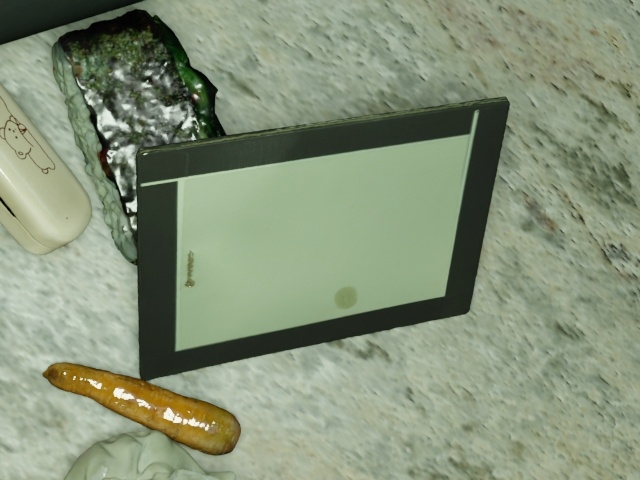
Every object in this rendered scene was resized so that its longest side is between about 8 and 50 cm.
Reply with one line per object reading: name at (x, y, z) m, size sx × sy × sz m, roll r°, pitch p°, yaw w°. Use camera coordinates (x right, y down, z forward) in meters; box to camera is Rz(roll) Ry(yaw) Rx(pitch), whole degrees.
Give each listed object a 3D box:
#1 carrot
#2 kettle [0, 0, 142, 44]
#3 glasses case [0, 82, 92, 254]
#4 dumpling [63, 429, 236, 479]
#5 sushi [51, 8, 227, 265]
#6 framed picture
carrot at (-0.164, 0.152, 1.212) m, size 0.191 × 0.047 × 0.047 m, roll 22°, pitch 79°, yaw -12°
kettle at (-0.264, -0.303, 1.122) m, size 0.308 × 0.203 × 0.262 m, roll -25°, pitch 90°, yaw -25°
glasses case at (-0.282, -0.076, 1.164) m, size 0.196 × 0.050 × 0.083 m, roll 53°, pitch 29°, yaw -18°
dumpling at (-0.165, 0.220, 1.161) m, size 0.188 × 0.127 × 0.108 m, roll -6°, pitch 74°, yaw -13°
sushi at (-0.155, -0.095, 1.195) m, size 0.127 × 0.124 × 0.225 m, roll -22°, pitch 92°, yaw -17°
framed picture at (0.000, 0.000, 1.201) m, size 0.347 × 0.016 × 0.265 m, roll -11°, pitch 132°, yaw -18°
